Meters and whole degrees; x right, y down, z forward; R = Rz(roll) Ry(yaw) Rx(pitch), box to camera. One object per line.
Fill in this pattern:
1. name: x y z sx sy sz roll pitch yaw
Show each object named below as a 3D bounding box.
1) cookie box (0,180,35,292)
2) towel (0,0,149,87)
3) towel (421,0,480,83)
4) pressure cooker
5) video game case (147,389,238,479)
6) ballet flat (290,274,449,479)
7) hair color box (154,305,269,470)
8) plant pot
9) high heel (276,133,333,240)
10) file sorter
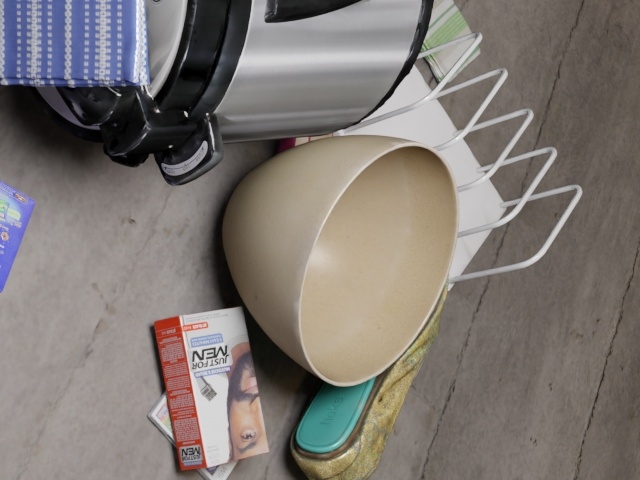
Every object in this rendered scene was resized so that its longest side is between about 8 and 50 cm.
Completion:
1. cookie box: -0.348 -0.011 1.346 0.092 0.040 0.107 33 58 -33
2. towel: -0.302 -0.261 1.229 0.040 0.336 0.243 -18 110 -65
3. towel: 0.162 -0.307 1.910 0.152 0.023 0.113 57 46 -13
4. pressure cooker: -0.134 -0.271 1.390 0.420 0.370 0.376 -8 124 -43
5. video game case: -0.131 0.206 1.511 0.122 0.011 0.087 51 50 -21
6. ballet flat: 0.070 0.163 1.651 0.123 0.123 0.348 48 51 -23
7. hair color box: -0.120 0.162 1.487 0.093 0.053 0.167 -7 85 -44
8. plant pot: 0.000 0.000 1.536 0.284 0.191 0.284 -28 129 -42
9. high heel: 0.001 -0.114 1.641 0.082 0.117 0.244 -12 87 -44
10. file sorter: 0.188 -0.109 1.775 0.278 0.173 0.193 54 49 -18
